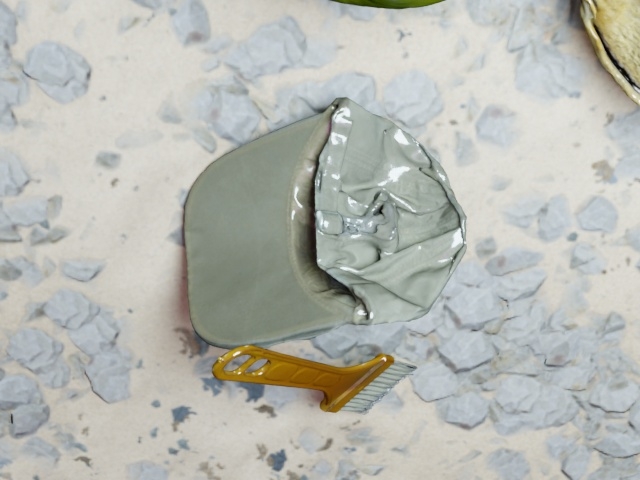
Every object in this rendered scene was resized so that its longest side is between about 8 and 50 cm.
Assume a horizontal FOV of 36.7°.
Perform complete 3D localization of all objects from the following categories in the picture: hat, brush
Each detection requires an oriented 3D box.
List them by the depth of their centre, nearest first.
[{"bbox_3d":[0.000,0.000,0.898,0.245,0.214,0.149,-21,155,38],"label":"hat"},{"bbox_3d":[-0.004,0.127,0.903,0.090,0.017,0.314,-43,151,15],"label":"brush"}]

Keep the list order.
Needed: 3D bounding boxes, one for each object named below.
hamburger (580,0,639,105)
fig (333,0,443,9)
[{"bbox_3d":[0.314,-0.216,0.762,0.286,0.146,0.243,27,137,7],"label":"hamburger"},{"bbox_3d":[0.059,-0.310,0.687,0.233,0.233,0.314,24,118,-12],"label":"fig"}]
